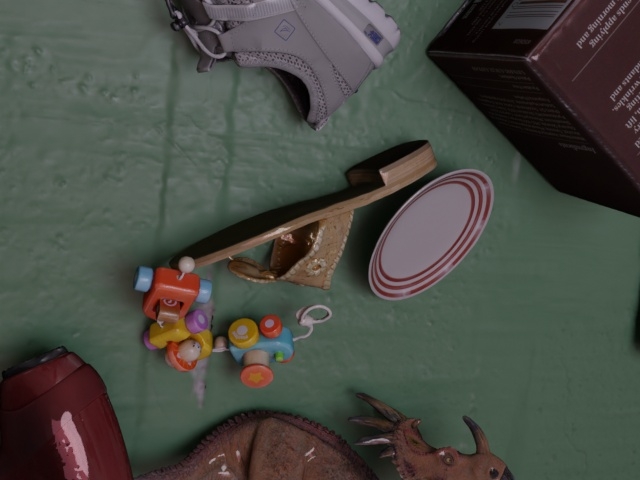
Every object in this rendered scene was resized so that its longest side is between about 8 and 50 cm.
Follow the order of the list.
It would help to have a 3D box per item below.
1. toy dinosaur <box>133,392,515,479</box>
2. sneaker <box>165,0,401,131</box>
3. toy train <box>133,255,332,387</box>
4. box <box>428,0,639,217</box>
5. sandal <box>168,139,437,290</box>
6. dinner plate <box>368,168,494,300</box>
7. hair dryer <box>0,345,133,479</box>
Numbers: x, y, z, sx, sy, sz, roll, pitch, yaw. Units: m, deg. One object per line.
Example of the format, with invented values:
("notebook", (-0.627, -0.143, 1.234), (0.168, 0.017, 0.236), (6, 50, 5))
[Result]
("toy dinosaur", (-0.005, 0.206, 0.699), (0.296, 0.127, 0.200), (23, 86, -8))
("sneaker", (-0.072, -0.180, 0.578), (0.281, 0.105, 0.115), (29, 94, -23))
("toy train", (-0.078, 0.074, 0.639), (0.166, 0.046, 0.125), (17, 141, -25))
("box", (0.235, -0.147, 0.656), (0.203, 0.167, 0.168), (40, 89, -23))
("sandal", (0.002, 0.001, 0.659), (0.240, 0.088, 0.079), (-27, 105, -15))
("dinner plate", (0.094, -0.006, 0.699), (0.141, 0.017, 0.141), (-26, 140, -24))
("hair dryer", (-0.251, 0.175, 0.609), (0.293, 0.080, 0.223), (28, 97, 2))
